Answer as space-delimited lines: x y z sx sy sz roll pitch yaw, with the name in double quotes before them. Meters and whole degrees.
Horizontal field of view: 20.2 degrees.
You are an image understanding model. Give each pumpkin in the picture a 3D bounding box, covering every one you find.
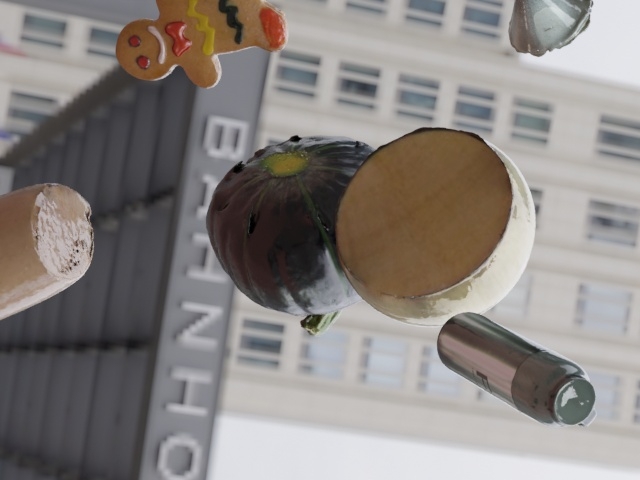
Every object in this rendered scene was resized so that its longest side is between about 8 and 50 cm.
"pumpkin" 0.000 0.000 2.553 0.296 0.295 0.296 -170 -90 -73

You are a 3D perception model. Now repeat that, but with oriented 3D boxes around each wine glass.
"wine glass" 0.243 -0.323 2.186 0.122 0.183 0.122 -21 -133 24

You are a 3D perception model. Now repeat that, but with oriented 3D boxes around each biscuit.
"biscuit" -0.171 -0.292 2.484 0.036 0.250 0.165 -54 124 -73

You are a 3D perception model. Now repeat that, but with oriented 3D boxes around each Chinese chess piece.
"Chinese chess piece" 0.144 -0.017 2.262 0.104 0.257 0.257 48 36 -54

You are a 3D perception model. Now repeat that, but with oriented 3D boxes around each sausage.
"sausage" -0.360 0.029 1.848 0.123 0.252 0.123 60 14 -25

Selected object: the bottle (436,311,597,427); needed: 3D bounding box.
"bottle" 0.226 0.152 2.048 0.079 0.096 0.253 -49 -153 -8
